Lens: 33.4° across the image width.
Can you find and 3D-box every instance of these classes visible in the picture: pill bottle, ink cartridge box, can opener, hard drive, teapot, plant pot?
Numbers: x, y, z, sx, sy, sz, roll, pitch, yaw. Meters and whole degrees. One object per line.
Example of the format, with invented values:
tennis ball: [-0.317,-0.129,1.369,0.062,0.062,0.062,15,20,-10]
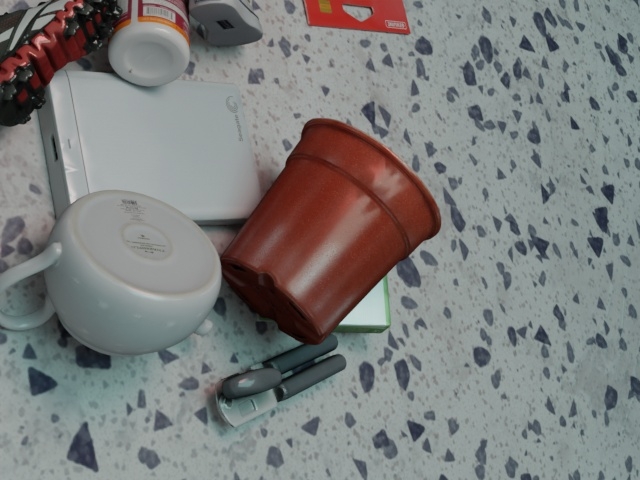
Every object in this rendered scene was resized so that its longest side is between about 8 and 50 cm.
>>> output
pill bottle: [-0.259,-0.351,1.619,0.121,0.121,0.221,26,43,-35]
ink cartridge box: [-0.002,0.065,1.784,0.235,0.056,0.171,3,71,-18]
can opener: [-0.054,0.213,1.658,0.280,0.093,0.074,-18,87,-50]
hard drive: [-0.251,-0.136,1.623,0.353,0.047,0.233,-3,77,-44]
teapot: [-0.272,0.068,1.440,0.256,0.187,0.252,33,31,0]
ink cartridge box: [0.069,-0.541,2.066,0.296,0.066,0.261,-6,78,-44]
plant pot: [0.000,0.000,1.648,0.272,0.272,0.265,47,70,-21]

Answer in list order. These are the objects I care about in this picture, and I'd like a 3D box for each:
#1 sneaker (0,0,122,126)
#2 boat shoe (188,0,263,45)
sneaker: [-0.391,-0.284,1.475,0.135,0.098,0.276,30,65,19]
boat shoe: [-0.156,-0.375,1.691,0.267,0.096,0.088,18,65,-78]
